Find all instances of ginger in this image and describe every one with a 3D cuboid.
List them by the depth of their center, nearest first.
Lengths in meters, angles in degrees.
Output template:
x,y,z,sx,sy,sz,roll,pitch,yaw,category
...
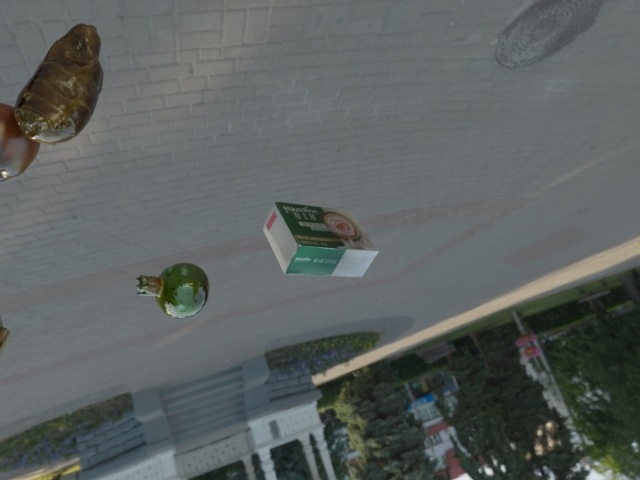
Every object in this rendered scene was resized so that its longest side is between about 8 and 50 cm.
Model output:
x,y,z,sx,sy,sz,roll,pitch,yaw,category
-0.741,-0.418,1.421,0.176,0.419,0.254,16,145,-19,ginger

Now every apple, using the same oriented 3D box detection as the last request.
x,y,z,sx,sy,sz,roll,pitch,yaw,category
-0.937,-0.279,1.412,0.229,0.230,0.230,-18,161,-6,apple

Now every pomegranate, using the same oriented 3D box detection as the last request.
x,y,z,sx,sy,sz,roll,pitch,yaw,category
-0.397,0.132,1.329,0.204,0.159,0.159,16,142,-41,pomegranate

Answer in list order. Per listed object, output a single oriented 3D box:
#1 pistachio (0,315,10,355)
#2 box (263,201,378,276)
x,y,z,sx,sy,sz,roll,pitch,yaw,category
-0.823,0.247,1.147,0.143,0.144,0.215,-20,-156,0,pistachio
0.000,0.000,0.986,0.198,0.135,0.081,6,128,-36,box
